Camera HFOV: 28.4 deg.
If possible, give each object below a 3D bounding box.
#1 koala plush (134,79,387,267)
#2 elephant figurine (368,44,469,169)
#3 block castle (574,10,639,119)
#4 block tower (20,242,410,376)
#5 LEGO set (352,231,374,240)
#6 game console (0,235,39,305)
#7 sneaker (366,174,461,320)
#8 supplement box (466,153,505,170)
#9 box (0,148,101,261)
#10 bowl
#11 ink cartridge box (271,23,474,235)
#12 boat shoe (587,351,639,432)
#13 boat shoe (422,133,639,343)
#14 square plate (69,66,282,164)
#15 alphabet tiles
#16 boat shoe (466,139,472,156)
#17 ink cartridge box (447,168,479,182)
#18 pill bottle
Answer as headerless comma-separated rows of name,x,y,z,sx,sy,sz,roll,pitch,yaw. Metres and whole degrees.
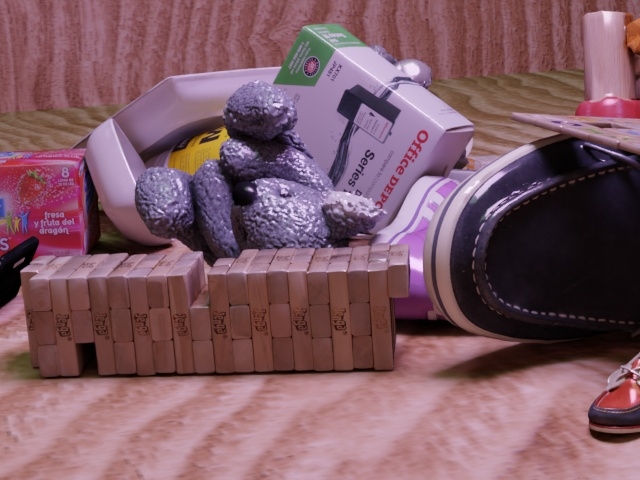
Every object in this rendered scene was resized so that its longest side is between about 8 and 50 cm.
koala plush,-0.038,-0.014,1.241,0.196,0.203,0.221,-43,30,-4
elephant figurine,0.078,-0.122,1.620,0.186,0.169,0.239,22,-19,14
block castle,0.492,-0.125,1.415,0.303,0.212,0.453,-5,-8,36
block tower,-0.089,0.061,1.101,0.336,0.097,0.091,-3,13,5
LEGO set,0.000,0.000,1.512,0.244,0.060,0.182,10,5,40
game console,-0.354,0.041,1.296,0.071,0.107,0.122,26,15,0
sneaker,0.150,0.016,1.267,0.161,0.102,0.282,6,24,17
supplement box,0.276,-0.108,1.901,0.098,0.036,0.062,-5,13,-13
box,-0.407,-0.041,1.542,0.257,0.122,0.128,-2,12,1
bowl,-0.238,-0.064,1.540,0.053,0.142,0.142,-23,-25,1
ink cartridge box,0.043,-0.122,1.411,0.208,0.153,0.087,38,24,19
boat shoe,0.238,0.107,0.938,0.049,0.043,0.137,10,19,37
boat shoe,0.324,-0.003,1.108,0.500,0.186,0.156,-2,6,-24
square plate,-0.154,-0.151,1.740,0.347,0.049,0.344,-11,-10,-42
alphabet tiles,0.312,-0.086,1.060,0.237,0.009,0.198,0,13,-23
boat shoe,0.069,-0.144,1.933,0.320,0.116,0.099,-9,14,-3
ink cartridge box,0.164,-0.050,1.520,0.127,0.072,0.175,4,4,25
pill bottle,-0.124,-0.084,1.616,0.209,0.119,0.119,-13,4,36
